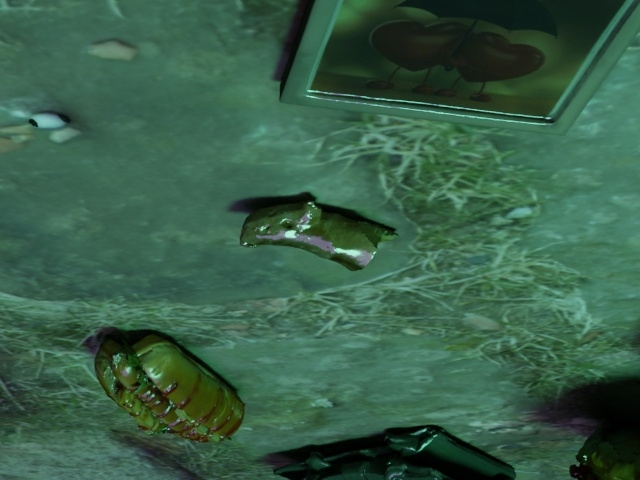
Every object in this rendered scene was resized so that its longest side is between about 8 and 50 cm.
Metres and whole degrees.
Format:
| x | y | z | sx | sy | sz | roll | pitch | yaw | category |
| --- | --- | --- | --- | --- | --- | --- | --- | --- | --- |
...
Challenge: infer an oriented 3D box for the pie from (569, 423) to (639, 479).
| x | y | z | sx | sy | sz | roll | pitch | yaw | category |
| --- | --- | --- | --- | --- | --- | --- | --- | --- | --- |
| 0.469 | 0.337 | 1.565 | 0.395 | 0.180 | 0.418 | 24 | -171 | 35 | pie |

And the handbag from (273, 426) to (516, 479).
| x | y | z | sx | sy | sz | roll | pitch | yaw | category |
| --- | --- | --- | --- | --- | --- | --- | --- | --- | --- |
| 0.101 | 0.321 | 1.808 | 0.247 | 0.079 | 0.260 | -16 | 149 | 30 | handbag |

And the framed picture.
| x | y | z | sx | sy | sz | roll | pitch | yaw | category |
| --- | --- | --- | --- | --- | --- | --- | --- | --- | --- |
| 0.102 | -0.153 | 0.871 | 0.211 | 0.020 | 0.289 | 5 | 154 | -10 | framed picture |

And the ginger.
| x | y | z | sx | sy | sz | roll | pitch | yaw | category |
| --- | --- | --- | --- | --- | --- | --- | --- | --- | --- |
| 0.003 | -0.003 | 1.166 | 0.137 | 0.044 | 0.057 | 14 | 170 | -22 | ginger |

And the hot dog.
| x | y | z | sx | sy | sz | roll | pitch | yaw | category |
| --- | --- | --- | --- | --- | --- | --- | --- | --- | --- |
| -0.162 | 0.167 | 1.496 | 0.104 | 0.076 | 0.250 | -6 | 156 | 17 | hot dog |
